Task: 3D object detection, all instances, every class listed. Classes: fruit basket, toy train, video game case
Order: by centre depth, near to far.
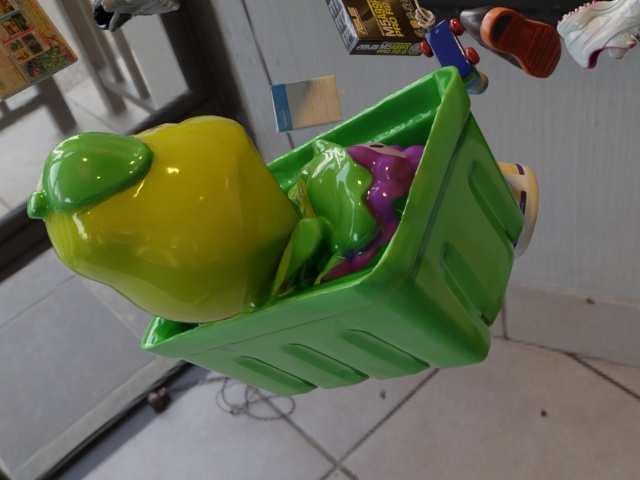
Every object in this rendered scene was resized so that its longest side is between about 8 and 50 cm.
[{"bbox_3d":[-0.055,-0.019,0.729,0.392,0.392,0.283,9,53,23],"label":"fruit basket"},{"bbox_3d":[-0.482,-0.313,1.246,0.143,0.157,0.019,-39,8,-28],"label":"video game case"},{"bbox_3d":[0.303,-0.454,1.872,0.105,0.143,0.248,-34,62,24],"label":"toy train"}]

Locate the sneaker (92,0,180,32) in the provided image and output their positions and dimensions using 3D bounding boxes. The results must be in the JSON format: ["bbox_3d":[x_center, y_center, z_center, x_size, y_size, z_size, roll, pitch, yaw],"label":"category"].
[{"bbox_3d":[-0.327,-0.411,1.381,0.132,0.086,0.228,-34,6,7],"label":"sneaker"}]

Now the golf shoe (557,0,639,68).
[{"bbox_3d":[0.656,-0.467,1.687,0.115,0.140,0.306,-15,-5,-45],"label":"golf shoe"}]

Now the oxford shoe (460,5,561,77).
[{"bbox_3d":[0.373,-0.389,1.546,0.098,0.271,0.097,35,103,43],"label":"oxford shoe"}]

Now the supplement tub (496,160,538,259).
[{"bbox_3d":[0.336,-0.087,1.957,0.331,0.241,0.241,8,47,-2],"label":"supplement tub"}]

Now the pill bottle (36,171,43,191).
[{"bbox_3d":[-0.472,-0.108,1.850,0.319,0.176,0.176,-3,46,21],"label":"pill bottle"}]

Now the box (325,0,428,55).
[{"bbox_3d":[0.125,-0.571,1.960,0.216,0.060,0.270,-5,63,-30],"label":"box"}]

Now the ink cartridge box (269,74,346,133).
[{"bbox_3d":[-0.021,-0.262,1.555,0.143,0.089,0.092,-10,5,-4],"label":"ink cartridge box"}]
